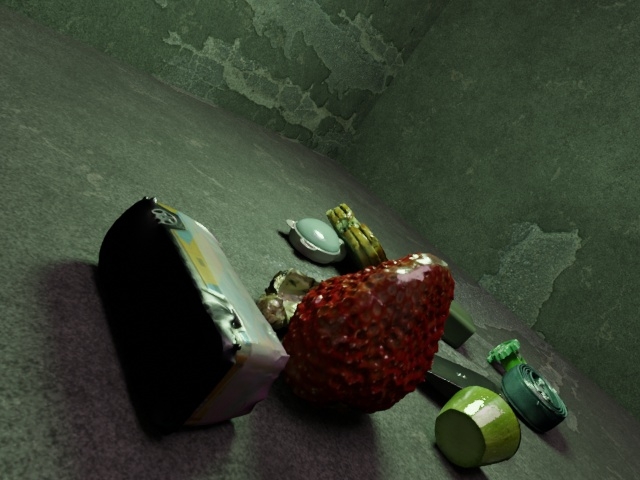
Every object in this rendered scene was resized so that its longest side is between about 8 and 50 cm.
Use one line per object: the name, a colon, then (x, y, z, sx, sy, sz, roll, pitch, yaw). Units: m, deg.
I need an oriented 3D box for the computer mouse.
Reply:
computer mouse: (0.365, 0.396, 1.222, 0.296, 0.087, 0.168, 26, 12, 8)

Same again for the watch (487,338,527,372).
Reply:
watch: (0.727, 0.471, 1.733, 0.151, 0.131, 0.165, 60, 17, 11)

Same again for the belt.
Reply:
belt: (0.710, 0.519, 1.530, 0.206, 0.116, 0.267, 43, 20, 8)

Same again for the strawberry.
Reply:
strawberry: (0.101, 0.162, 0.850, 0.267, 0.351, 0.312, 51, 14, 17)

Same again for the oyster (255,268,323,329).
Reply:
oyster: (-0.044, 0.161, 1.050, 0.294, 0.094, 0.166, 35, 32, -43)

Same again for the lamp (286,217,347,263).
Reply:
lamp: (0.002, -0.002, 1.520, 0.246, 0.108, 0.179, 20, 28, -46)

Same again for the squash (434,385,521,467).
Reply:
squash: (0.333, 0.410, 0.990, 0.123, 0.170, 0.170, 2, 36, -44)

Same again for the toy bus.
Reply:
toy bus: (-0.212, 0.101, 0.722, 0.162, 0.171, 0.386, 33, 13, -51)

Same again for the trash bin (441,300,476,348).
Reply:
trash bin: (0.432, 0.262, 1.664, 0.241, 0.122, 0.164, 39, 17, 0)

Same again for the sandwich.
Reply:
sandwich: (0.139, 0.012, 1.621, 0.273, 0.095, 0.248, 54, -5, 48)
